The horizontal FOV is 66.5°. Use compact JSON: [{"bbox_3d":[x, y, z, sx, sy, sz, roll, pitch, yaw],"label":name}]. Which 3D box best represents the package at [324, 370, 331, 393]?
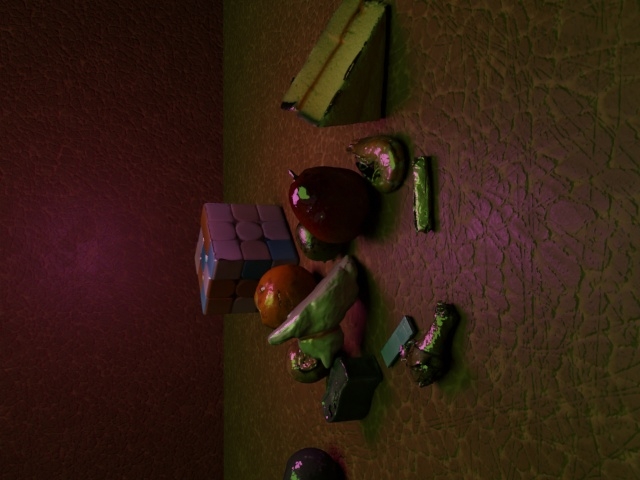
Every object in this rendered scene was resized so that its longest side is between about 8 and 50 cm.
[{"bbox_3d":[0.051,0.447,1.539,0.071,0.047,0.131,-131,44,-62],"label":"package"}]

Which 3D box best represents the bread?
[{"bbox_3d":[0.039,-0.528,1.388,0.346,0.242,0.404,-151,61,-61],"label":"bread"}]

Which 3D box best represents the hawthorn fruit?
[{"bbox_3d":[0.013,-0.114,1.382,0.224,0.261,0.224,-59,8,14],"label":"hawthorn fruit"}]

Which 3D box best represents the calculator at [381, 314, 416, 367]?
[{"bbox_3d":[0.195,0.256,1.237,0.172,0.018,0.057,112,150,-41],"label":"calculator"}]

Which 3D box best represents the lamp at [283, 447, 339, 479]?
[{"bbox_3d":[-0.035,0.769,1.617,0.314,0.182,0.181,110,156,-78],"label":"lamp"}]

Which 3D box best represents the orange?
[{"bbox_3d":[-0.117,0.203,1.721,0.240,0.240,0.240,-179,90,-67],"label":"orange"}]

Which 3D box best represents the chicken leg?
[{"bbox_3d":[0.239,0.233,1.066,0.125,0.080,0.196,-96,21,-48],"label":"chicken leg"}]

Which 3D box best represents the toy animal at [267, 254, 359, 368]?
[{"bbox_3d":[0.036,0.204,1.434,0.266,0.188,0.308,-53,-5,31],"label":"toy animal"}]

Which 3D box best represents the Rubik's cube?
[{"bbox_3d":[-0.326,0.077,2.064,0.346,0.347,0.344,-110,31,-41],"label":"Rubik's cube"}]

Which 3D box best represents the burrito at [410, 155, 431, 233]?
[{"bbox_3d":[0.235,-0.107,1.131,0.045,0.041,0.185,-2,86,25],"label":"burrito"}]

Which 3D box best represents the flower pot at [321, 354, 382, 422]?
[{"bbox_3d":[0.083,0.424,1.389,0.103,0.108,0.229,-118,37,-50],"label":"flower pot"}]

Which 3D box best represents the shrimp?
[{"bbox_3d":[0.144,-0.210,1.331,0.287,0.063,0.152,-152,54,-63],"label":"shrimp"}]

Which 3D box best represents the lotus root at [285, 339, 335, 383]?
[{"bbox_3d":[-0.033,0.375,1.572,0.284,0.160,0.146,80,179,-80],"label":"lotus root"}]

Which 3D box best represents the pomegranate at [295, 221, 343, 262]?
[{"bbox_3d":[0.000,0.000,1.558,0.205,0.159,0.159,79,176,-55],"label":"pomegranate"}]
